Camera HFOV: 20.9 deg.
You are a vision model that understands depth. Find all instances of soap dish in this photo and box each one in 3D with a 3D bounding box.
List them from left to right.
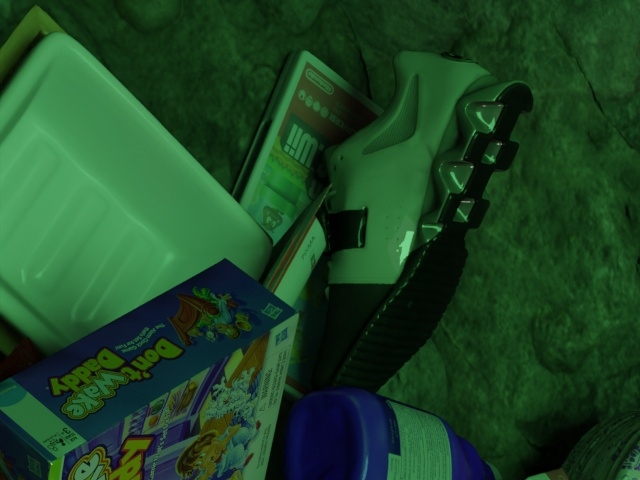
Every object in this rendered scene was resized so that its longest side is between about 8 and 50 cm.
[{"bbox_3d":[-0.194,-0.001,1.348,0.291,0.118,0.229,45,61,-28],"label":"soap dish"}]

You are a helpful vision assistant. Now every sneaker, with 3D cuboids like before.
[{"bbox_3d":[0.055,-0.014,1.540,0.330,0.146,0.122,-64,153,3],"label":"sneaker"}]

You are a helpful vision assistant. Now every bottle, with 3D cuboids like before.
[{"bbox_3d":[0.073,0.206,1.538,0.283,0.092,0.118,24,63,-55],"label":"bottle"}]

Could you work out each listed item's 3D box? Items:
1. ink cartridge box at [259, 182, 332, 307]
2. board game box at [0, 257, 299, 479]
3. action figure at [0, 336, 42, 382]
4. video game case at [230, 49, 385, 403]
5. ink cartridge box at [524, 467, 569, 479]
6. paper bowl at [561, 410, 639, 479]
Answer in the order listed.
[{"bbox_3d":[-0.032,0.045,1.410,0.045,0.179,0.145,33,65,-8],"label":"ink cartridge box"},{"bbox_3d":[-0.146,0.207,1.268,0.233,0.078,0.347,-30,144,-40],"label":"board game box"},{"bbox_3d":[-0.282,0.205,1.208,0.280,0.139,0.091,-34,153,-2],"label":"action figure"},{"bbox_3d":[0.000,0.000,1.570,0.204,0.025,0.285,35,67,-33],"label":"video game case"},{"bbox_3d":[0.225,0.309,1.557,0.198,0.067,0.115,62,19,13],"label":"ink cartridge box"},{"bbox_3d":[0.328,0.312,1.744,0.284,0.148,0.284,2,87,-39],"label":"paper bowl"}]
